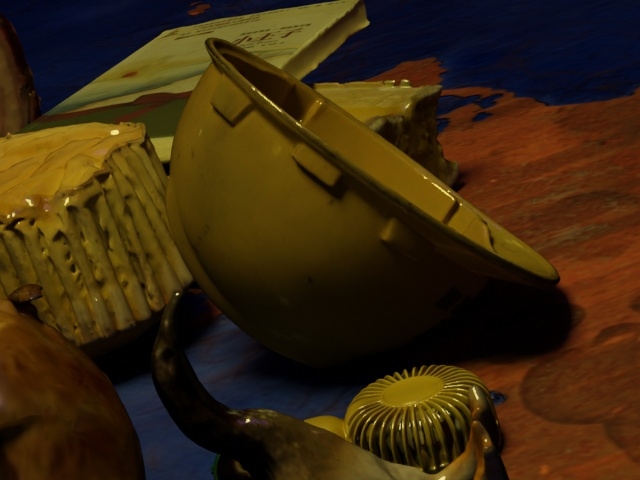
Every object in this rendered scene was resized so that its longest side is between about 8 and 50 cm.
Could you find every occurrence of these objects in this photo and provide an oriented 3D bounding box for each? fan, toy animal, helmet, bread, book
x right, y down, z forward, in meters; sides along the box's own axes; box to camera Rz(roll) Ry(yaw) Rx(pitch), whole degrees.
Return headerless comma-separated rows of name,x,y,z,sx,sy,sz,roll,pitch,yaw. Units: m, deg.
fan,0.017,0.105,0.999,0.155,0.039,0.082,-14,20,3
toy animal,0.001,0.103,0.821,0.160,0.197,0.272,-10,16,4
helmet,0.000,0.000,1.137,0.140,0.257,0.205,-53,-10,10
bread,-0.203,0.011,1.260,0.250,0.133,0.179,-8,25,30
book,-0.104,-0.116,1.438,0.201,0.026,0.289,-6,23,28

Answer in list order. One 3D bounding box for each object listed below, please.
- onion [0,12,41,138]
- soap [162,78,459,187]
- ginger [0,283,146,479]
onion,-0.396,-0.148,1.669,0.314,0.280,0.146,-12,6,8
soap,-0.078,-0.043,1.394,0.315,0.091,0.199,0,24,37
ginger,-0.264,0.115,0.984,0.418,0.176,0.254,4,20,36
